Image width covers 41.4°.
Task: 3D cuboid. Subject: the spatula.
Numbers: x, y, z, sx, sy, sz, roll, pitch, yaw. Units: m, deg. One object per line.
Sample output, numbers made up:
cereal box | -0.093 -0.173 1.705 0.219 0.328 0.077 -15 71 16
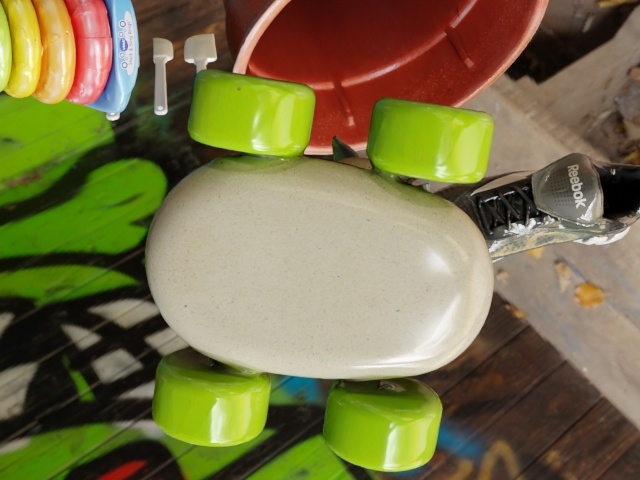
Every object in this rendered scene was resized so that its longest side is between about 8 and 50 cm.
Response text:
spatula | -0.229 -0.231 1.194 0.242 0.168 0.019 -102 12 -50

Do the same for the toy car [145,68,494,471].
toy car | 0.000 0.000 0.431 0.188 0.149 0.155 -89 8 -79

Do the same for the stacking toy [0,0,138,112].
stacking toy | -0.375 -0.226 0.960 0.165 0.302 0.175 21 115 48

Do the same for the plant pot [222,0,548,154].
plant pot | 0.014 -0.260 0.735 0.272 0.272 0.265 112 141 -58

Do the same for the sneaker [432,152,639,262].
sneaker | 0.182 -0.031 0.711 0.106 0.234 0.078 128 133 -69
